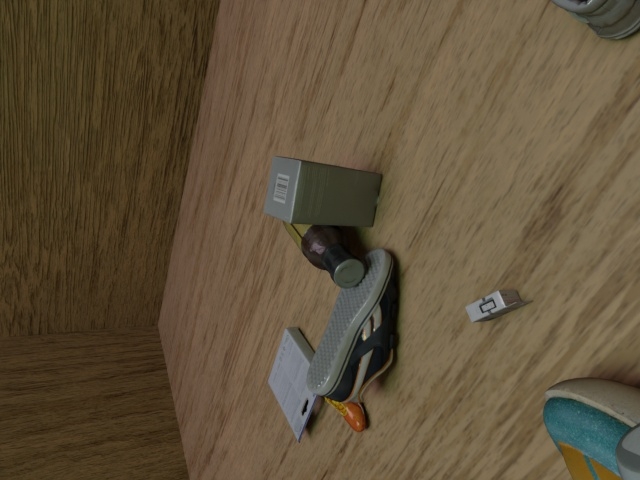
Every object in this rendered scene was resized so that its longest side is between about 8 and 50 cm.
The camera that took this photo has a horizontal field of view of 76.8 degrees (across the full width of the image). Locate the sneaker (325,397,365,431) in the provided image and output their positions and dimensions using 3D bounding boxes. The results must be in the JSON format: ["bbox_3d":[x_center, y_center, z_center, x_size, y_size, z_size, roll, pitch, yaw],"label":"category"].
[{"bbox_3d":[0.044,0.377,0.948,0.175,0.067,0.064,44,123,47],"label":"sneaker"}]

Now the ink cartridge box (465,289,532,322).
[{"bbox_3d":[0.274,0.098,0.622,0.083,0.048,0.028,-44,53,46],"label":"ink cartridge box"}]

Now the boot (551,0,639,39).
[{"bbox_3d":[0.317,-0.374,0.512,0.095,0.123,0.259,-46,51,46],"label":"boot"}]

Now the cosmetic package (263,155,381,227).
[{"bbox_3d":[0.012,-0.100,0.861,0.107,0.237,0.127,21,103,45],"label":"cosmetic package"}]

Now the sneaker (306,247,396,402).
[{"bbox_3d":[0.092,0.181,0.849,0.321,0.127,0.126,-64,23,-8],"label":"sneaker"}]

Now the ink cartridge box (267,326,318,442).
[{"bbox_3d":[-0.063,0.398,1.133,0.224,0.045,0.224,48,128,46],"label":"ink cartridge box"}]

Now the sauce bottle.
[{"bbox_3d":[0.000,0.000,0.956,0.344,0.111,0.112,-127,49,-57],"label":"sauce bottle"}]

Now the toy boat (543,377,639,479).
[{"bbox_3d":[0.310,0.212,0.353,0.267,0.148,0.318,41,163,49],"label":"toy boat"}]
